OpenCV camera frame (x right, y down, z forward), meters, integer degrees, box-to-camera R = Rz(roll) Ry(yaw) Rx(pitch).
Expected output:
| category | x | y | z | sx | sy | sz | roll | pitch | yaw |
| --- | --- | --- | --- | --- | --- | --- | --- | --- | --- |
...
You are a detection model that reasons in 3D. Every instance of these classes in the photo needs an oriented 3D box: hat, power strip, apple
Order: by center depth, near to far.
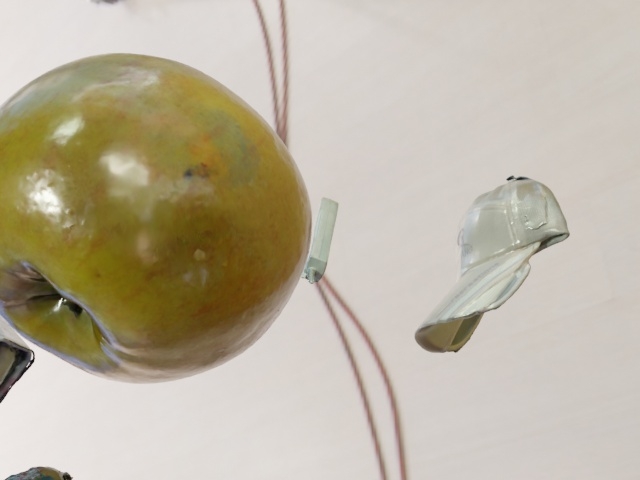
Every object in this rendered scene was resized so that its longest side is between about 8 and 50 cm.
| category | x | y | z | sx | sy | sz | roll | pitch | yaw |
| --- | --- | --- | --- | --- | --- | --- | --- | --- | --- |
| apple | -0.098 | -0.008 | 0.566 | 0.182 | 0.155 | 0.182 | 14 | 130 | 18 |
| hat | 0.189 | 0.028 | 1.354 | 0.164 | 0.226 | 0.219 | 61 | 160 | 16 |
| power strip | 0.000 | 0.000 | 1.574 | 0.191 | 0.030 | 0.047 | -78 | 9 | -50 |

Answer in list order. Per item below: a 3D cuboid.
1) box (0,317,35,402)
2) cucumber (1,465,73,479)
| category | x | y | z | sx | sy | sz | roll | pitch | yaw |
| --- | --- | --- | --- | --- | --- | --- | --- | --- | --- |
| box | -0.602 | 0.131 | 1.624 | 0.370 | 0.112 | 0.190 | 36 | 88 | 33 |
| cucumber | -0.376 | 0.307 | 1.105 | 0.067 | 0.293 | 0.067 | 26 | 129 | 36 |
